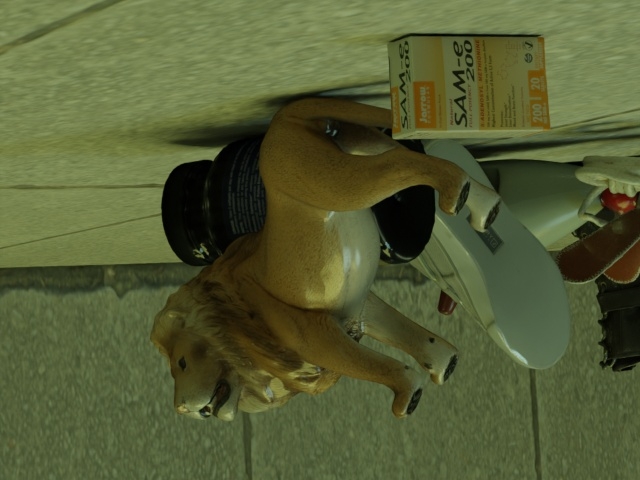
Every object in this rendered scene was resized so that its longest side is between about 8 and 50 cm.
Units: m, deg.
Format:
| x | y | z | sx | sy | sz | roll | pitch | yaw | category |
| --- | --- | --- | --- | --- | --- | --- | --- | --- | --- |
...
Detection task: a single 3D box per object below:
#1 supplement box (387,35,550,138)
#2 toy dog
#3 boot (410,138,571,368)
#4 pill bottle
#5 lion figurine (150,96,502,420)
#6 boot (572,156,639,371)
| x | y | z | sx | sy | sz | roll | pitch | yaw | category |
| --- | --- | --- | --- | --- | --- | --- | --- | --- | --- |
| 0.094 | -0.097 | 1.265 | 0.098 | 0.062 | 0.036 | -3 | 177 | -24 | supplement box |
| 0.229 | 0.002 | 1.941 | 0.334 | 0.161 | 0.220 | 4 | 179 | 39 | toy dog |
| 0.130 | 0.009 | 1.860 | 0.095 | 0.258 | 0.123 | -41 | -158 | -24 | boot |
| -0.022 | -0.032 | 1.712 | 0.219 | 0.122 | 0.123 | -5 | 176 | 30 | pill bottle |
| 0.000 | 0.000 | 1.562 | 0.240 | 0.392 | 0.142 | 27 | -144 | 17 | lion figurine |
| 0.310 | 0.029 | 2.169 | 0.263 | 0.229 | 0.091 | -6 | 176 | 31 | boot |
